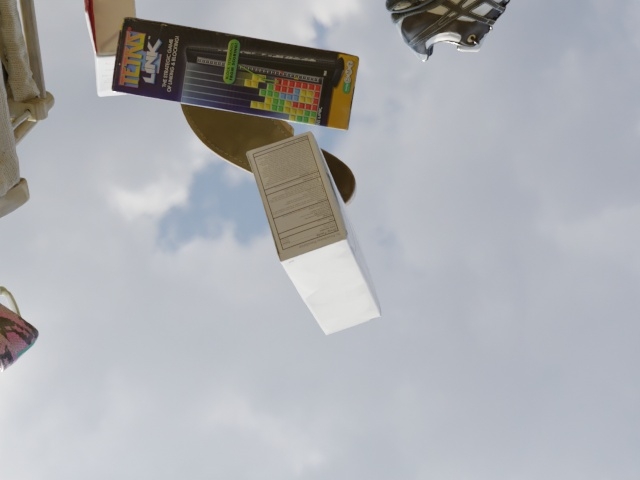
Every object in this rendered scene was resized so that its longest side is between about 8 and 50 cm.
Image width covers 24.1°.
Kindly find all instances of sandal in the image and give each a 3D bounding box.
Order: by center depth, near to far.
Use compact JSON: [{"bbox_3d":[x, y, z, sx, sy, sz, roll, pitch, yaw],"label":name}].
[{"bbox_3d":[-0.061,-0.105,1.713,0.240,0.079,0.088,36,-96,11],"label":"sandal"}]

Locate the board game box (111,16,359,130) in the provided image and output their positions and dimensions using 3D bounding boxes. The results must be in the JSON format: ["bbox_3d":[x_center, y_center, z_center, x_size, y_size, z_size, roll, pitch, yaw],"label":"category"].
[{"bbox_3d":[-0.052,-0.105,0.942,0.141,0.048,0.170,8,-174,-3],"label":"board game box"}]

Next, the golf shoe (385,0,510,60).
[{"bbox_3d":[0.167,-0.245,1.529,0.198,0.094,0.077,-15,-163,30],"label":"golf shoe"}]

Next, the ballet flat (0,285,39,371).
[{"bbox_3d":[-0.394,0.066,1.677,0.079,0.077,0.221,-29,-129,-35],"label":"ballet flat"}]

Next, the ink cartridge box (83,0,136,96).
[{"bbox_3d":[-0.281,-0.373,1.955,0.066,0.261,0.296,-6,-106,-7],"label":"ink cartridge box"}]

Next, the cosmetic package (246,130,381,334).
[{"bbox_3d":[0.000,0.000,1.262,0.060,0.239,0.099,-17,-108,3],"label":"cosmetic package"}]

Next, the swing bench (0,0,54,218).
[{"bbox_3d":[-0.310,-0.161,1.159,0.165,0.253,0.255,-4,-150,-2],"label":"swing bench"}]
